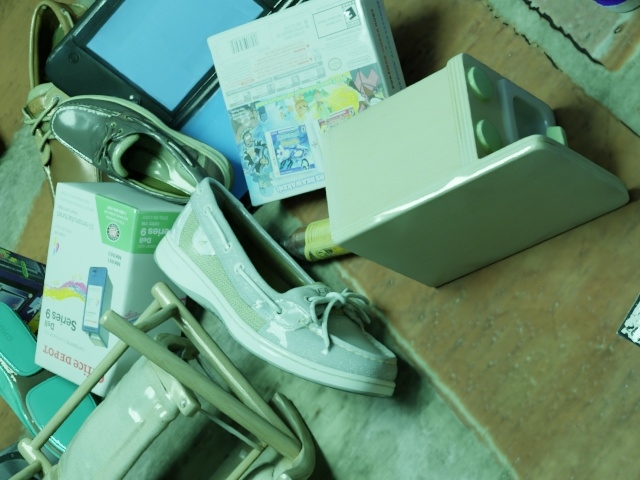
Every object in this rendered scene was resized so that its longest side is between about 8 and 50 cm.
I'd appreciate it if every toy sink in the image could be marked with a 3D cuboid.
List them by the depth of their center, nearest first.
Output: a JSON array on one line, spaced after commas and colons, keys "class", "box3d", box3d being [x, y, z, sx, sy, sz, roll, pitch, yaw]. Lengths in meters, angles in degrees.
[{"class": "toy sink", "box3d": [0.139, -0.073, 1.532, 0.234, 0.153, 0.131, -26, 57, 34]}]

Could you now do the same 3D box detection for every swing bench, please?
[{"class": "swing bench", "box3d": [-0.168, 0.226, 1.669, 0.255, 0.165, 0.253, 43, 106, 4]}]

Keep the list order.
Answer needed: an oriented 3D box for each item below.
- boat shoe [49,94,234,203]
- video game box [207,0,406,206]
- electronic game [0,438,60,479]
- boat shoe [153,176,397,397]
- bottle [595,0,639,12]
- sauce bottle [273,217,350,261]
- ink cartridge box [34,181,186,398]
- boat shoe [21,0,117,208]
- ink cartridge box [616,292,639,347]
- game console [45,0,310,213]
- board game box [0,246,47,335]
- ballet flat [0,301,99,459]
[{"class": "boat shoe", "box3d": [-0.202, -0.098, 1.805, 0.224, 0.073, 0.080, 24, 105, 15]}, {"class": "video game box", "box3d": [-0.006, -0.147, 1.714, 0.205, 0.048, 0.187, -14, 90, 37]}, {"class": "electronic game", "box3d": [-0.349, 0.335, 1.893, 0.229, 0.048, 0.229, -22, 53, 32]}, {"class": "boat shoe", "box3d": [-0.039, 0.050, 1.655, 0.320, 0.118, 0.103, 37, 106, 39]}, {"class": "bottle", "box3d": [0.197, -0.283, 1.468, 0.092, 0.283, 0.118, 18, 87, 45]}, {"class": "sauce bottle", "box3d": [0.000, 0.000, 1.711, 0.128, 0.042, 0.042, -15, 64, 41]}, {"class": "ink cartridge box", "box3d": [-0.224, 0.053, 1.825, 0.154, 0.093, 0.212, 19, 105, 46]}, {"class": "boat shoe", "box3d": [-0.302, -0.145, 1.990, 0.123, 0.120, 0.324, -28, 56, 32]}, {"class": "ink cartridge box", "box3d": [0.341, 0.014, 1.384, 0.097, 0.046, 0.207, 35, 98, 44]}, {"class": "game console", "box3d": [-0.128, -0.184, 1.819, 0.293, 0.250, 0.173, -45, 22, 20]}, {"class": "board game box", "box3d": [-0.404, 0.085, 1.977, 0.170, 0.141, 0.048, -47, 46, 19]}, {"class": "ballet flat", "box3d": [-0.320, 0.175, 1.905, 0.247, 0.083, 0.087, 48, 149, 24]}]
